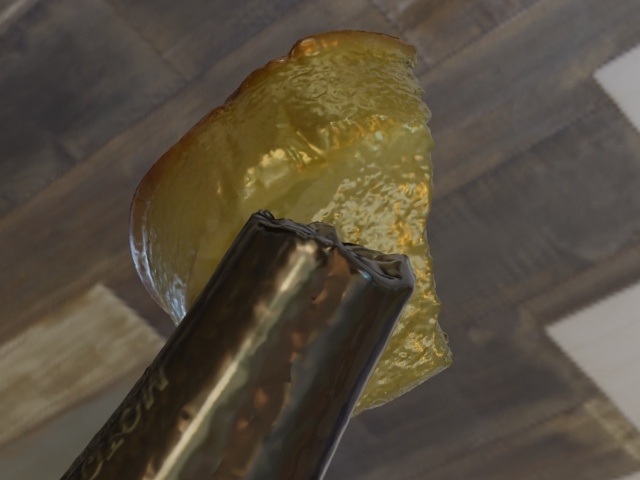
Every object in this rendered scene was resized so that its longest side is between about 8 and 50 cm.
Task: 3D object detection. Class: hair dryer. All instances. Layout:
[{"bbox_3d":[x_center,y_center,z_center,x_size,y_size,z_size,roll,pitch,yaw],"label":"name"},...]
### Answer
[{"bbox_3d":[-0.113,0.115,0.500,0.120,0.303,0.359,28,175,-21],"label":"hair dryer"}]

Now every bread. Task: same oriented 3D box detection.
[{"bbox_3d":[-0.010,0.001,0.576,0.125,0.086,0.156,-15,129,-15],"label":"bread"}]
